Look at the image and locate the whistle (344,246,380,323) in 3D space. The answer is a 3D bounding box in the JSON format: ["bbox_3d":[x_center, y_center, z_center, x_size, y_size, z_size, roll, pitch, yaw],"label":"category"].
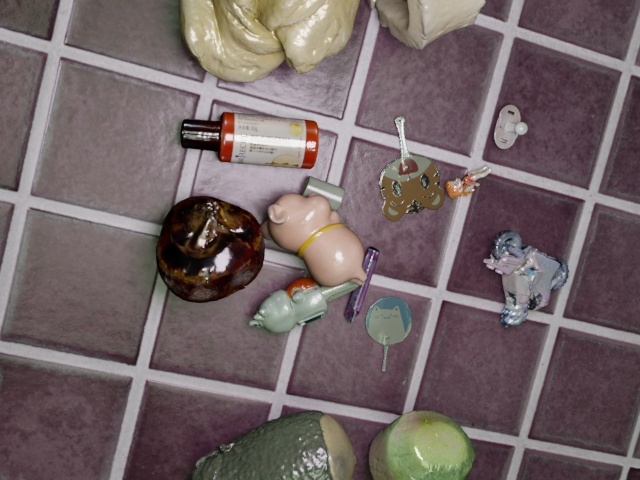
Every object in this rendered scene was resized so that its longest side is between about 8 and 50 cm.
[{"bbox_3d":[0.092,0.099,1.641,0.033,0.033,0.177,19,93,-13],"label":"whistle"}]

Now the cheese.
[{"bbox_3d":[0.176,-0.550,1.441,0.153,0.332,0.292,-24,128,-7],"label":"cheese"}]

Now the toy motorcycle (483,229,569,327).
[{"bbox_3d":[0.455,0.102,1.678,0.239,0.108,0.204,26,92,-14],"label":"toy motorcycle"}]

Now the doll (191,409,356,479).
[{"bbox_3d":[-0.094,0.504,1.563,0.349,0.247,0.248,-16,100,0],"label":"doll"}]

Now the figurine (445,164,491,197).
[{"bbox_3d":[0.333,-0.132,1.650,0.109,0.064,0.047,-30,124,3],"label":"figurine"}]

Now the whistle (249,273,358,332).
[{"bbox_3d":[-0.037,0.132,1.584,0.253,0.102,0.106,-21,98,-6],"label":"whistle"}]

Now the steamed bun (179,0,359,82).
[{"bbox_3d":[-0.094,-0.477,1.403,0.371,0.230,0.325,-6,100,7],"label":"steamed bun"}]

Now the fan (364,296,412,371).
[{"bbox_3d":[0.153,0.215,1.683,0.113,0.005,0.176,4,95,-13],"label":"fan"}]

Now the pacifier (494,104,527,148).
[{"bbox_3d":[0.433,-0.252,1.645,0.081,0.078,0.100,10,95,-34],"label":"pacifier"}]

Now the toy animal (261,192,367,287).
[{"bbox_3d":[-0.001,0.002,1.528,0.248,0.165,0.149,37,61,4],"label":"toy animal"}]

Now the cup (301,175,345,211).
[{"bbox_3d":[0.002,-0.097,1.594,0.083,0.075,0.055,22,51,-10],"label":"cup"}]

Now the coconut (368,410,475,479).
[{"bbox_3d":[0.218,0.487,1.633,0.204,0.236,0.236,40,88,10],"label":"coconut"}]

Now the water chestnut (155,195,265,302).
[{"bbox_3d":[-0.226,0.009,1.470,0.223,0.238,0.224,1,55,-1],"label":"water chestnut"}]

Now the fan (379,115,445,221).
[{"bbox_3d":[0.192,-0.164,1.640,0.152,0.008,0.227,-14,101,-9],"label":"fan"}]

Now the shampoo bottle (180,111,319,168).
[{"bbox_3d":[-0.148,-0.209,1.515,0.277,0.104,0.105,4,97,-12],"label":"shampoo bottle"}]
